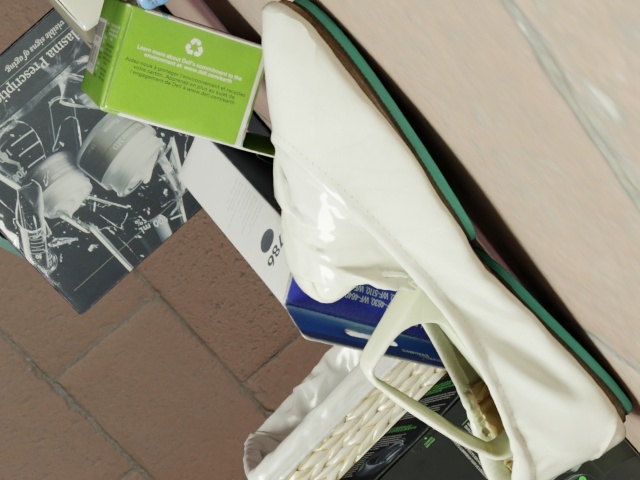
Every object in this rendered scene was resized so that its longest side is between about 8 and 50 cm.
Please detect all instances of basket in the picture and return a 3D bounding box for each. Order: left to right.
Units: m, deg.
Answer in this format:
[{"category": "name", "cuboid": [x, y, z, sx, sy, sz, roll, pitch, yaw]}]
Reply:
[{"category": "basket", "cuboid": [0.091, 0.286, 1.876, 0.266, 0.331, 0.328, 43, 177, -3]}]

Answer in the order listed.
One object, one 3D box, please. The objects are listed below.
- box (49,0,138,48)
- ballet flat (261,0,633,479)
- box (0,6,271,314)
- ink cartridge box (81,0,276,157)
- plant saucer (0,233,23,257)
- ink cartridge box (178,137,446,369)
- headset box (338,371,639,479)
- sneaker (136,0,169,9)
[{"category": "box", "cuboid": [-0.235, -0.277, 1.375, 0.094, 0.113, 0.275, 50, 178, -9]}, {"category": "ballet flat", "cuboid": [0.060, 0.027, 0.862, 0.400, 0.139, 0.139, 50, 176, -20]}, {"category": "box", "cuboid": [-0.293, -0.141, 1.689, 0.312, 0.343, 0.179, 48, 178, -16]}, {"category": "ink cartridge box", "cuboid": [-0.080, -0.142, 1.199, 0.255, 0.097, 0.189, 14, -172, -18]}, {"category": "plant saucer", "cuboid": [-0.414, -0.004, 1.732, 0.067, 0.018, 0.192, 49, 180, 16]}, {"category": "ink cartridge box", "cuboid": [0.000, 0.000, 1.171, 0.165, 0.065, 0.333, 16, -162, -32]}, {"category": "headset box", "cuboid": [0.148, 0.247, 1.078, 0.246, 0.283, 0.131, 48, 161, -1]}, {"category": "sneaker", "cuboid": [-0.162, -0.251, 0.990, 0.209, 0.082, 0.069, 48, 179, 33]}]
